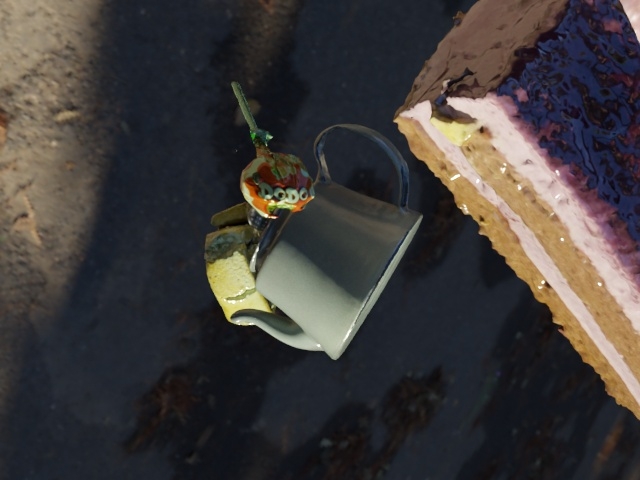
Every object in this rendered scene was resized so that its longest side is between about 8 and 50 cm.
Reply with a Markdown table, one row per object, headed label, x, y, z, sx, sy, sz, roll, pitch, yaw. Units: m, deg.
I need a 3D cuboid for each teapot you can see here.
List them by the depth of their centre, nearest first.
| label | x | y | z | sx | sy | sz | roll | pitch | yaw |
| --- | --- | --- | --- | --- | --- | --- | --- | --- | --- |
| teapot | 0.000 | 0.000 | 1.031 | 0.239 | 0.149 | 0.162 | -62 | 172 | 21 |

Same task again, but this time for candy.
| label | x | y | z | sx | sy | sz | roll | pitch | yaw |
| --- | --- | --- | --- | --- | --- | --- | --- | --- | --- |
| candy | -0.049 | -0.081 | 0.854 | 0.055 | 0.185 | 0.049 | 7 | 125 | -23 |

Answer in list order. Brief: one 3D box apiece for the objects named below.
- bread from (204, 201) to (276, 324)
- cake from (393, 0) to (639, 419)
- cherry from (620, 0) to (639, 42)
| label | x | y | z | sx | sy | sz | roll | pitch | yaw |
| --- | --- | --- | --- | --- | --- | --- | --- | --- | --- |
| bread | -0.085 | 0.028 | 1.225 | 0.156 | 0.064 | 0.117 | 63 | 25 | -66 |
| cake | 0.144 | -0.003 | 0.592 | 0.113 | 0.116 | 0.295 | -32 | 103 | -16 |
| cherry | 0.306 | -0.314 | 1.092 | 0.326 | 0.335 | 0.291 | -17 | 138 | -52 |
